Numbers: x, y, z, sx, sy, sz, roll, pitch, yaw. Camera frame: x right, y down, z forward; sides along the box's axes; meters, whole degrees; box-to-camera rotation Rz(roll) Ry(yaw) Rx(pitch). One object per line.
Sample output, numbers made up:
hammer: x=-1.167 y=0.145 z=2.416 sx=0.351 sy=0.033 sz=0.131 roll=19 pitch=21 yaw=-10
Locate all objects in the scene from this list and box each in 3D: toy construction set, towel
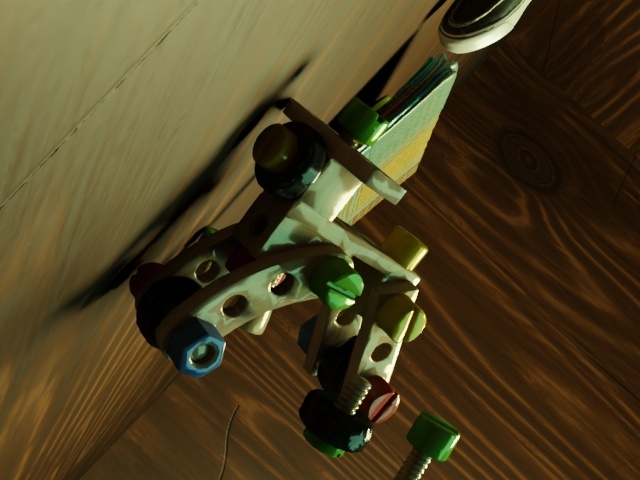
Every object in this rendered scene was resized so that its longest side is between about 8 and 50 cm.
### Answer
toy construction set: x=0.000 y=0.000 z=0.892 sx=0.237 sy=0.257 sz=0.309 roll=-60 pitch=-163 yaw=9
towel: x=0.041 y=-0.078 z=1.368 sx=0.271 sy=0.040 sz=0.370 roll=-39 pitch=170 yaw=-12

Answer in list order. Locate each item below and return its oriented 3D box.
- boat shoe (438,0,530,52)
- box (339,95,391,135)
boat shoe: x=0.209 y=-0.301 z=1.198 sx=0.219 sy=0.078 sz=0.070 roll=-45 pitch=142 yaw=-11
box: x=0.055 y=-0.136 z=1.464 sx=0.109 sy=0.042 sz=0.178 roll=-48 pitch=179 yaw=21
